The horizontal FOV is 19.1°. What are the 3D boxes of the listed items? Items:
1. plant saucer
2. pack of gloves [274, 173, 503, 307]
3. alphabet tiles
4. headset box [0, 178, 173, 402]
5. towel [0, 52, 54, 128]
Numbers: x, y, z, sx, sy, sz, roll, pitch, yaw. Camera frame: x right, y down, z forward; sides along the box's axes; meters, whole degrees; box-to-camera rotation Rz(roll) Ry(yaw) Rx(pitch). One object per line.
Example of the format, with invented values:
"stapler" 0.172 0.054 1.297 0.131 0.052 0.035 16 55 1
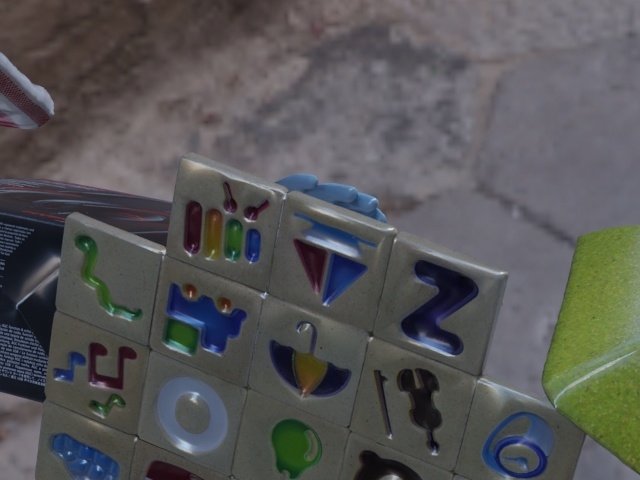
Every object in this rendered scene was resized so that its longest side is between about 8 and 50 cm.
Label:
"plant saucer" 0.187 0.070 0.798 0.188 0.045 0.188 38 23 -2
"pack of gloves" 0.000 0.000 1.474 0.232 0.195 0.046 -10 51 45
"alphabet tiles" -0.019 0.132 0.980 0.285 0.342 0.011 20 30 16
"headset box" -0.163 0.026 1.255 0.218 0.110 0.293 11 6 26
"towel" -0.198 -0.074 0.644 0.197 0.029 0.144 7 -6 5
